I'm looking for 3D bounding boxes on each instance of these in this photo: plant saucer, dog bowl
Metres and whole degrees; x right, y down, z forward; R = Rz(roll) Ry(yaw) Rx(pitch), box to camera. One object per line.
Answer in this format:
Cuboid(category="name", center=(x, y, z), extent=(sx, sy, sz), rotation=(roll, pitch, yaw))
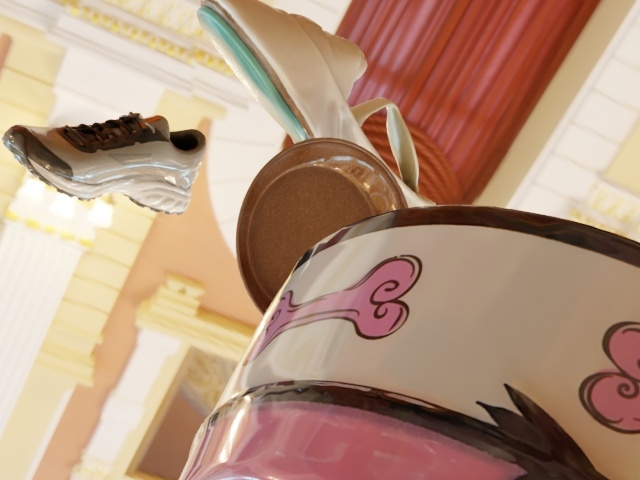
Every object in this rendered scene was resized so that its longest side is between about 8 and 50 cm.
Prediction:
Cuboid(category="plant saucer", center=(0.000, 0.000, 0.983), extent=(0.199, 0.198, 0.036), rotation=(15, 175, -30))
Cuboid(category="dog bowl", center=(0.097, 0.190, 0.504), extent=(0.408, 0.408, 0.150), rotation=(35, -127, 13))

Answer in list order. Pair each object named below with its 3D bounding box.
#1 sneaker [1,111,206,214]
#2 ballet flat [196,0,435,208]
Cuboid(category="sneaker", center=(-0.237, -0.103, 1.140), extent=(0.100, 0.108, 0.272), rotation=(40, -161, 30))
Cuboid(category="ballet flat", center=(0.012, -0.136, 1.091), extent=(0.400, 0.139, 0.139), rotation=(56, -176, -37))
